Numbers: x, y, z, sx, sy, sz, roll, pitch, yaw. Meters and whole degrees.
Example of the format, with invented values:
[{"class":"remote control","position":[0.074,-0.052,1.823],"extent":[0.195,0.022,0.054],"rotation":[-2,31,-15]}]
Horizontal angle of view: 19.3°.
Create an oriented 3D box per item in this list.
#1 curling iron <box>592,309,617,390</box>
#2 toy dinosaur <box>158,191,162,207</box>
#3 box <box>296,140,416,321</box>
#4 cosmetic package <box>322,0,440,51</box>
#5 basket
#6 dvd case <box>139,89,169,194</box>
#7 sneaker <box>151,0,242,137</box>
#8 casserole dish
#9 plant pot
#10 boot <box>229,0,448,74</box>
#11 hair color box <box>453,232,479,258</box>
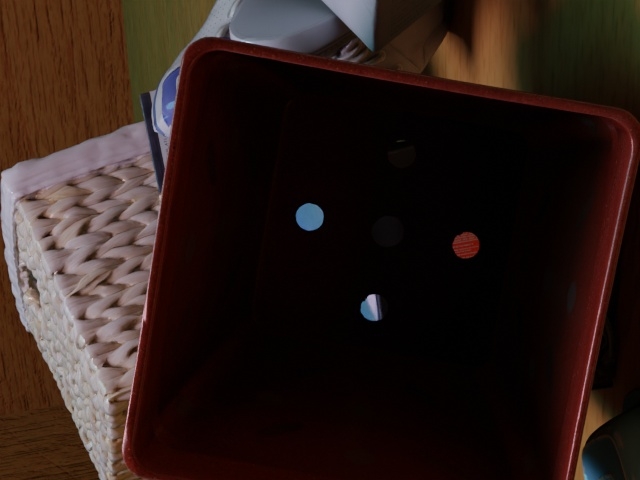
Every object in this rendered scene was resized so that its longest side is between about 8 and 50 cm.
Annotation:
[{"class":"curling iron","position":[0.150,0.070,1.327],"extent":[0.274,0.035,0.068],"rotation":[168,92,-79]},{"class":"toy dinosaur","position":[-0.113,0.051,1.663],"extent":[0.064,0.112,0.211],"rotation":[-4,99,37]},{"class":"box","position":[0.000,0.000,1.588],"extent":[0.207,0.108,0.153],"rotation":[-3,99,42]},{"class":"cosmetic package","position":[0.011,-0.280,1.183],"extent":[0.224,0.138,0.224],"rotation":[47,169,16]},{"class":"basket","position":[-0.119,0.053,1.894],"extent":[0.266,0.331,0.328],"rotation":[62,163,22]},{"class":"dvd case","position":[-0.046,-0.084,1.722],"extent":[0.018,0.221,0.164],"rotation":[40,-144,-75]},{"class":"sneaker","position":[-0.031,-0.207,1.559],"extent":[0.315,0.127,0.182],"rotation":[-60,-8,-50]},{"class":"casserole dish","position":[0.203,0.187,1.166],"extent":[0.114,0.037,0.188],"rotation":[117,140,-73]},{"class":"plant pot","position":[0.038,0.014,1.203],"extent":[0.236,0.267,0.267],"rotation":[-73,-7,-79]},{"class":"boot","position":[0.028,-0.149,1.366],"extent":[0.095,0.258,0.123],"rotation":[9,123,31]},{"class":"hair color box","position":[0.105,0.021,1.489],"extent":[0.072,0.043,0.141],"rotation":[-155,57,-77]}]
